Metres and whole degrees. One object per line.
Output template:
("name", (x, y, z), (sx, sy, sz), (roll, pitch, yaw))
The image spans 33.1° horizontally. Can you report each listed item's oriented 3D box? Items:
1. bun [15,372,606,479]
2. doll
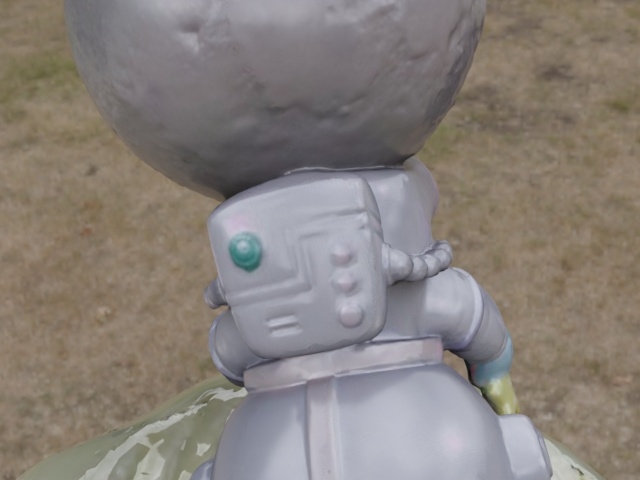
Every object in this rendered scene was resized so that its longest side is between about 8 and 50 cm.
("bun", (-0.007, 0.226, 0.494), (0.359, 0.211, 0.360), (6, 63, -11))
("doll", (0.000, 0.000, 0.357), (0.150, 0.287, 0.151), (-10, -6, -1))
